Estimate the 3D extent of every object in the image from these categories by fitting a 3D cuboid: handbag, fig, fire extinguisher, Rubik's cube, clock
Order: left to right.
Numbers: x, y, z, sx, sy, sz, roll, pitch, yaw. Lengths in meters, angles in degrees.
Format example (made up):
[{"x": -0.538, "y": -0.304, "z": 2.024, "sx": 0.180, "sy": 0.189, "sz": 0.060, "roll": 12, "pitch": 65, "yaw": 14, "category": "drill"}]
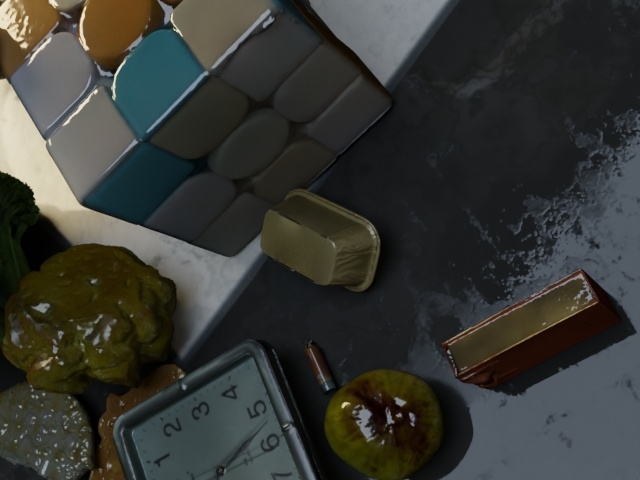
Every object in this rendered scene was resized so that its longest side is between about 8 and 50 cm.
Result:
[{"x": -0.174, "y": -0.233, "z": 1.349, "sx": 0.347, "sy": 0.346, "sz": 0.344, "roll": -41, "pitch": 62, "yaw": 12, "category": "Rubik's cube"}, {"x": -0.130, "y": 0.304, "z": 1.324, "sx": 0.279, "sy": 0.049, "sz": 0.273, "roll": -32, "pitch": 65, "yaw": 19, "category": "clock"}, {"x": -0.004, "y": 0.168, "z": 1.349, "sx": 0.028, "sy": 0.022, "sz": 0.083, "roll": -51, "pitch": 56, "yaw": 43, "category": "fire extinguisher"}, {"x": 0.077, "y": 0.227, "z": 1.236, "sx": 0.153, "sy": 0.121, "sz": 0.135, "roll": 2, "pitch": 74, "yaw": 28, "category": "fig"}, {"x": 0.247, "y": 0.110, "z": 1.176, "sx": 0.190, "sy": 0.127, "sz": 0.062, "roll": -30, "pitch": 64, "yaw": 17, "category": "handbag"}]

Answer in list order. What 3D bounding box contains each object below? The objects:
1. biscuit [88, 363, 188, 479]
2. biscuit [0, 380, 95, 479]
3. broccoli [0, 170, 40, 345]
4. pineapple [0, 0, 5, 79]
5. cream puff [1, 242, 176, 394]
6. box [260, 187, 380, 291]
[{"x": -0.263, "y": 0.288, "z": 1.443, "sx": 0.162, "sy": 0.035, "sz": 0.250, "roll": 37, "pitch": 95, "yaw": 34, "category": "biscuit"}, {"x": -0.431, "y": 0.280, "z": 1.521, "sx": 0.290, "sy": 0.038, "sz": 0.141, "roll": 8, "pitch": 77, "yaw": 35, "category": "biscuit"}, {"x": -0.573, "y": 0.045, "z": 1.520, "sx": 0.413, "sy": 0.310, "sz": 0.321, "roll": -14, "pitch": 77, "yaw": 58, "category": "broccoli"}, {"x": -0.530, "y": -0.421, "z": 1.585, "sx": 0.300, "sy": 0.352, "sz": 0.352, "roll": -10, "pitch": 73, "yaw": 18, "category": "pineapple"}, {"x": -0.320, "y": 0.115, "z": 1.416, "sx": 0.244, "sy": 0.196, "sz": 0.244, "roll": -7, "pitch": 65, "yaw": 16, "category": "cream puff"}, {"x": 0.000, "y": 0.000, "z": 1.349, "sx": 0.177, "sy": 0.111, "sz": 0.111, "roll": 27, "pitch": 91, "yaw": 33, "category": "box"}]
